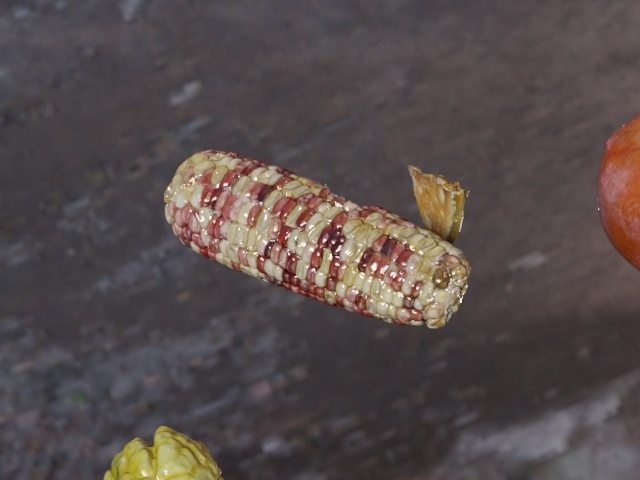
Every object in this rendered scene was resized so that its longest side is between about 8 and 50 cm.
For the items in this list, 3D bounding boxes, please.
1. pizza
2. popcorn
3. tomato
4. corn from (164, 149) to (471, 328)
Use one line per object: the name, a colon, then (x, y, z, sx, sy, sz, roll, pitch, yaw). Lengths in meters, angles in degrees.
pizza: (0.100, -0.037, 1.602, 0.025, 0.078, 0.083, -16, 152, -20)
popcorn: (-0.179, 0.288, 2.072, 0.142, 0.173, 0.173, 4, 147, -39)
tomato: (0.396, -0.047, 2.024, 0.208, 0.208, 0.184, -27, 126, 9)
corn: (0.000, 0.000, 1.587, 0.098, 0.289, 0.098, -37, 137, -46)
